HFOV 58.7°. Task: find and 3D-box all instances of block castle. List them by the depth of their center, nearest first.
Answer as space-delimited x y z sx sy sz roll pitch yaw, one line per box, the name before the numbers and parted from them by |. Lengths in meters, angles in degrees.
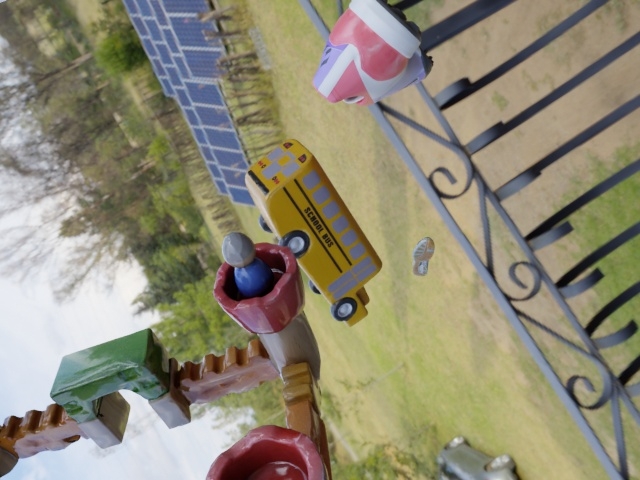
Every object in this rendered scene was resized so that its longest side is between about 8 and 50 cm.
block castle | -0.211 0.187 0.491 0.303 0.452 0.213 -101 -8 -52

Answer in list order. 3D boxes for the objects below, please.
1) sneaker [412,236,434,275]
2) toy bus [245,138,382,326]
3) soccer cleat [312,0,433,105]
sneaker | 0.157 0.018 0.883 0.083 0.031 0.037 97 -175 -50
toy bus | 0.000 0.000 0.965 0.333 0.130 0.108 54 175 -38
soccer cleat | 0.067 -0.222 0.714 0.108 0.116 0.318 44 -163 1
